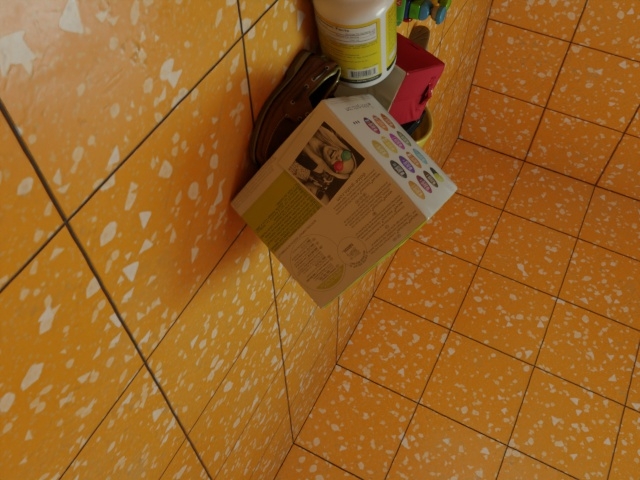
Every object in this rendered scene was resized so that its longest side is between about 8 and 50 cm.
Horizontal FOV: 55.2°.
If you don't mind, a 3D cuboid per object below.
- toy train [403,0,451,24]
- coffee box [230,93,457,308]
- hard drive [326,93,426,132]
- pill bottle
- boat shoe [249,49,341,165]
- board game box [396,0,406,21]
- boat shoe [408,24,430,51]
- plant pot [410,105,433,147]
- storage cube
[{"bbox_3d":[0.376,-0.812,2.052,0.248,0.143,0.105,-55,161,-36],"label":"toy train"},{"bbox_3d":[0.066,-0.103,1.448,0.338,0.334,0.337,-44,176,27],"label":"coffee box"},{"bbox_3d":[0.142,-0.350,1.745,0.339,0.237,0.064,-49,167,-50],"label":"hard drive"},{"bbox_3d":[0.080,-0.520,1.398,0.188,0.188,0.334,-62,164,-18],"label":"pill bottle"},{"bbox_3d":[-0.056,-0.300,1.405,0.307,0.104,0.111,-64,165,-10],"label":"boat shoe"},{"bbox_3d":[0.210,-0.691,1.636,0.317,0.046,0.213,-73,170,-72],"label":"board game box"},{"bbox_3d":[0.347,-0.647,2.271,0.277,0.098,0.096,-69,164,3],"label":"boat shoe"},{"bbox_3d":[0.205,-0.338,2.001,0.254,0.254,0.239,-56,176,-35],"label":"plant pot"},{"bbox_3d":[0.187,-0.438,1.671,0.193,0.215,0.184,-25,149,-44],"label":"storage cube"}]
